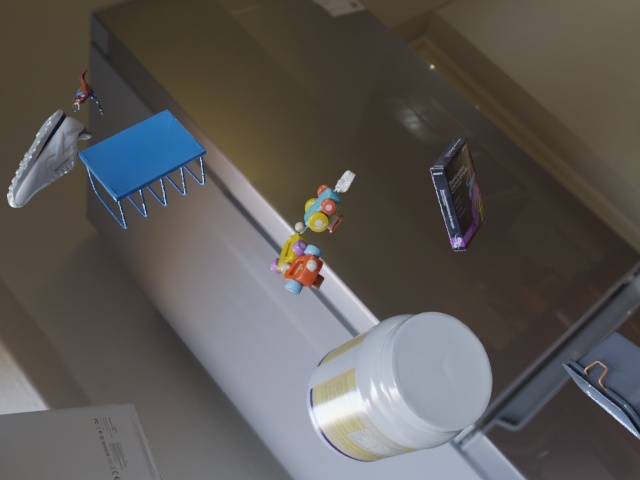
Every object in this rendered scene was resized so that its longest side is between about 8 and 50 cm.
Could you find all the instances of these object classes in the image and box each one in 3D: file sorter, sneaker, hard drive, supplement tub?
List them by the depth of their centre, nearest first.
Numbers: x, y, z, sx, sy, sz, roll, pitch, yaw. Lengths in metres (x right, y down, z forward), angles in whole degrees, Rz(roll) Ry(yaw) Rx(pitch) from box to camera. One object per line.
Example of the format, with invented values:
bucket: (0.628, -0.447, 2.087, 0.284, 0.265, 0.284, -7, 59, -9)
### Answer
file sorter: (-0.295, -0.118, 1.175, 0.170, 0.118, 0.104, -33, -26, -24)
hard drive: (-0.441, 0.394, 1.229, 0.307, 0.203, 0.040, 8, -47, -49)
supplement tub: (0.139, 0.277, 1.296, 0.241, 0.241, 0.331, -32, -5, -33)
sneaker: (-0.569, -0.162, 1.450, 0.090, 0.095, 0.235, -4, 56, 51)

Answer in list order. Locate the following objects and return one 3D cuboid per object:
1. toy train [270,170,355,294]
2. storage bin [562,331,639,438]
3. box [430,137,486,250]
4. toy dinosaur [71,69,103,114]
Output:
toy train: (0.000, 0.000, 0.831, 0.125, 0.046, 0.166, -16, 41, 60)
storage bin: (0.421, 0.190, 0.963, 0.091, 0.135, 0.098, -43, -61, -1)
box: (0.241, -0.081, 1.191, 0.029, 0.162, 0.116, -2, 32, 36)
toy dinosaur: (-0.401, -0.248, 1.161, 0.047, 0.090, 0.082, -18, 5, -17)
